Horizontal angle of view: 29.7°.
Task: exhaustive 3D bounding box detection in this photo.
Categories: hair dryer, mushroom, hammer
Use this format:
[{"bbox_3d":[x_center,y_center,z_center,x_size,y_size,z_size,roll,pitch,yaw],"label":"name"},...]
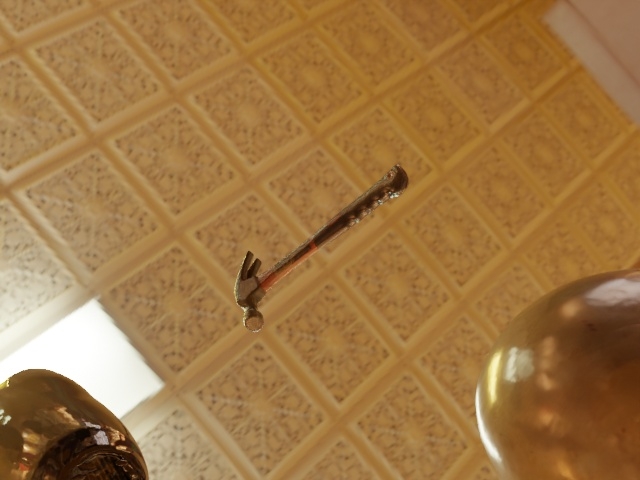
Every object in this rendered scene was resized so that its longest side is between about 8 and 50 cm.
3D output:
[{"bbox_3d":[-0.171,0.154,0.610,0.088,0.225,0.219,12,-165,-33],"label":"hair dryer"},{"bbox_3d":[0.217,0.118,0.797,0.226,0.178,0.226,-5,-142,4],"label":"mushroom"},{"bbox_3d":[0.000,0.000,1.595,0.033,0.288,0.111,41,-162,-40],"label":"hammer"}]
